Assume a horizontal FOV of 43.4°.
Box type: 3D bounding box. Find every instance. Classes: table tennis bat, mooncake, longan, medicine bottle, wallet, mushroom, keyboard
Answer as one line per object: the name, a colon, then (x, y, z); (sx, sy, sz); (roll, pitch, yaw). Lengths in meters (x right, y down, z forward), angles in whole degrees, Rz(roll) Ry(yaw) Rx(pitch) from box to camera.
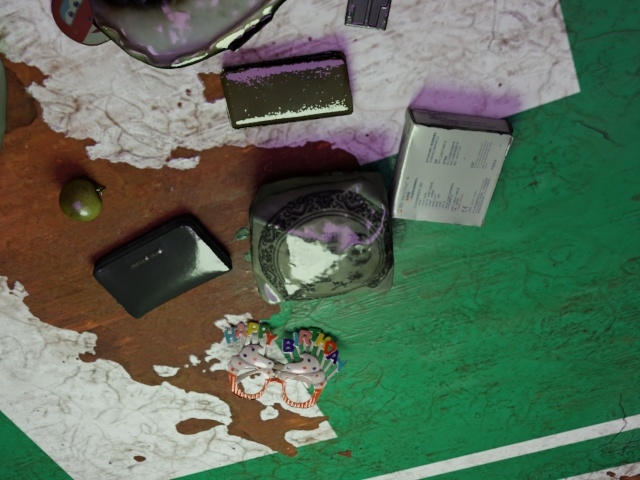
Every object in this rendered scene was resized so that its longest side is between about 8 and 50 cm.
table tennis bat: (-0.323, -0.321, 1.194); (0.155, 0.019, 0.098); (29, 124, -19)
mooncake: (0.000, 0.003, 1.389); (0.250, 0.136, 0.254); (-5, 130, 0)
longan: (-0.404, -0.071, 1.375); (0.083, 0.075, 0.075); (-37, 133, -24)
medicine bottle: (0.211, -0.117, 1.342); (0.171, 0.052, 0.201); (5, 130, -4)
wallet: (-0.052, -0.232, 1.258); (0.198, 0.031, 0.110); (-7, 129, 6)
wallet: (-0.299, 0.052, 1.489); (0.250, 0.044, 0.149); (-25, 122, 20)
mushroom: (-0.156, -0.382, 1.081); (0.247, 0.130, 0.344); (40, 119, -10)
keyboard: (0.081, -0.393, 1.137); (0.067, 0.011, 0.202); (7, 130, -4)

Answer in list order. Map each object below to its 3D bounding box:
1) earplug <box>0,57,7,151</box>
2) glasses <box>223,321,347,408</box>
earplug: (-0.686, -0.167, 1.133); (0.395, 0.312, 0.312); (11, 129, -7)
glasses: (-0.077, 0.243, 1.641); (0.256, 0.095, 0.162); (10, 102, -6)
